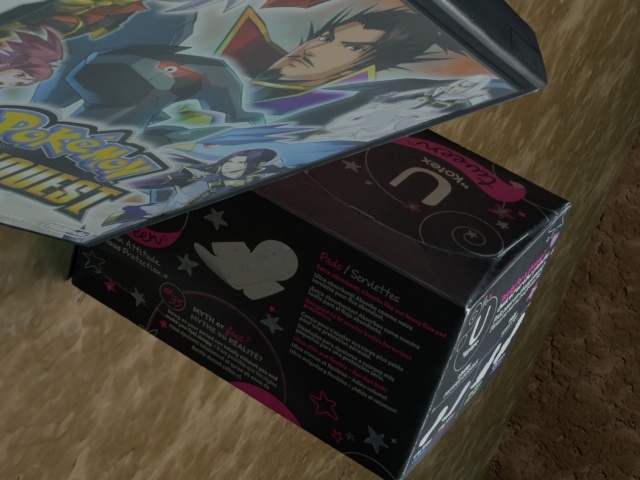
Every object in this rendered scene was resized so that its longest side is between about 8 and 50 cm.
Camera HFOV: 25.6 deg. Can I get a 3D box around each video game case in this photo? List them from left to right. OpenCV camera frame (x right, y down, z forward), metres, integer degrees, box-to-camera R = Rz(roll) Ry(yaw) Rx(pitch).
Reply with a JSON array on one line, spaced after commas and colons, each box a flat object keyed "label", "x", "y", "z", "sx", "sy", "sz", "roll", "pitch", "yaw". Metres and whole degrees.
[{"label": "video game case", "x": -0.072, "y": -0.067, "z": 0.540, "sx": 0.275, "sy": 0.248, "sz": 0.035, "roll": 22, "pitch": 54, "yaw": -61}]

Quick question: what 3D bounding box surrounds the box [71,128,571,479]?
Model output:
[{"label": "box", "x": 0.000, "y": 0.000, "z": 0.869, "sx": 0.163, "sy": 0.247, "sz": 0.142, "roll": -39, "pitch": 153, "yaw": -50}]
